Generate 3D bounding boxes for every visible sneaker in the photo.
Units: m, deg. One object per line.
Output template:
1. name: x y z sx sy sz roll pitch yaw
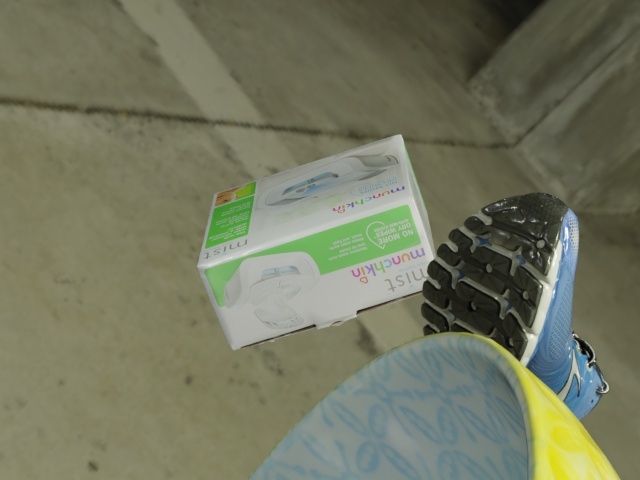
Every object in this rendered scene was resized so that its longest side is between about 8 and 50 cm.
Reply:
1. sneaker: 0.175 0.094 1.044 0.147 0.330 0.130 -19 43 -29

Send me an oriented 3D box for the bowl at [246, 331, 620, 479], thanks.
1. bowl: 0.039 0.194 0.446 0.156 0.289 0.289 35 26 -14

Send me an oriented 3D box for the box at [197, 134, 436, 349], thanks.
1. box: 0.000 0.000 1.446 0.231 0.261 0.127 -86 158 -67
